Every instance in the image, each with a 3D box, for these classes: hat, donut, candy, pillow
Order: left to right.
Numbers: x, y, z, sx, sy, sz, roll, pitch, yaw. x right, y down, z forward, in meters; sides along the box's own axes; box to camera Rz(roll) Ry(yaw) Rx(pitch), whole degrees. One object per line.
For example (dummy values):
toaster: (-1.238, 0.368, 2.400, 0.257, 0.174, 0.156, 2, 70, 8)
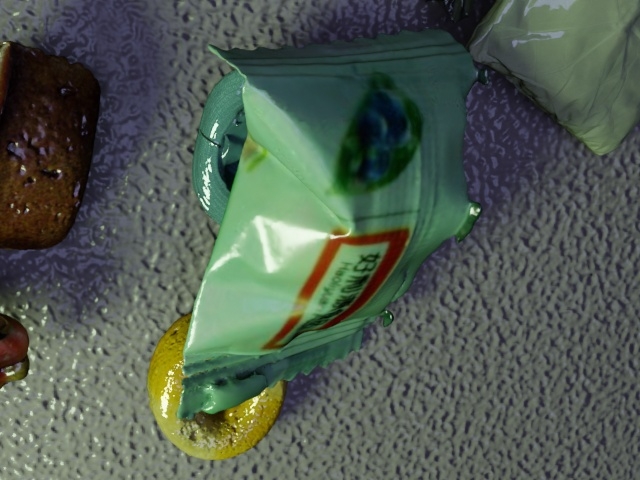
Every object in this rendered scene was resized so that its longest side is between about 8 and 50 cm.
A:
donut: (-0.288, -0.077, 0.822, 0.126, 0.144, 0.187, 7, 78, -32)
donut: (-0.114, 0.169, 0.949, 0.162, 0.065, 0.178, 5, 103, -12)
hat: (-0.063, -0.102, 0.881, 0.138, 0.078, 0.191, 2, 116, -20)
candy: (-0.004, -0.003, 0.831, 0.262, 0.172, 0.398, -4, 129, -30)
pillow: (0.312, -0.243, 0.860, 0.280, 0.076, 0.274, 25, 108, -40)

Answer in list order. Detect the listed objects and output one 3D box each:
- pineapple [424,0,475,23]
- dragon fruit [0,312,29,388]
pineapple: (0.207, -0.346, 0.848, 0.277, 0.119, 0.130, -37, 152, 2)
dragon fruit: (-0.447, 0.079, 0.785, 0.307, 0.227, 0.243, -14, 111, -9)
